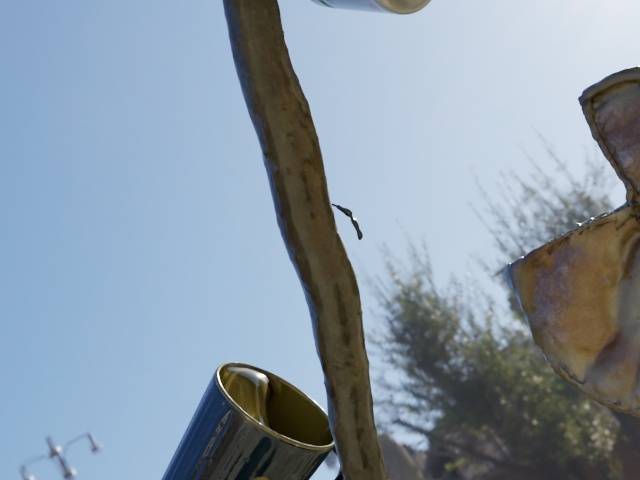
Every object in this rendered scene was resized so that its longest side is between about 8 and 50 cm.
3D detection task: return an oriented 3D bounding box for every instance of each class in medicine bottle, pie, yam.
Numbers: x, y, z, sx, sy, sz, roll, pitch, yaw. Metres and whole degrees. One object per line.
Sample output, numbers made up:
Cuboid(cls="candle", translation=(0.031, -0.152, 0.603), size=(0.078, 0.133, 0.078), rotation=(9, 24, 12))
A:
Cuboid(cls="medicine bottle", translation=(0.050, -0.294, 1.189), size=(0.086, 0.183, 0.086), rotation=(-7, -74, -25))
Cuboid(cls="pie", translation=(0.312, 0.005, 0.911), size=(0.075, 0.337, 0.337), rotation=(6, -47, -49))
Cuboid(cls="yam", translation=(-0.002, 0.000, 0.436), size=(0.027, 0.234, 0.029), rotation=(-12, 4, 32))

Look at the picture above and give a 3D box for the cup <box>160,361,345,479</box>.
Cuboid(cls="cup", translation=(-0.061, 0.222, 1.024), size=(0.176, 0.131, 0.155), rotation=(28, -77, -21))
